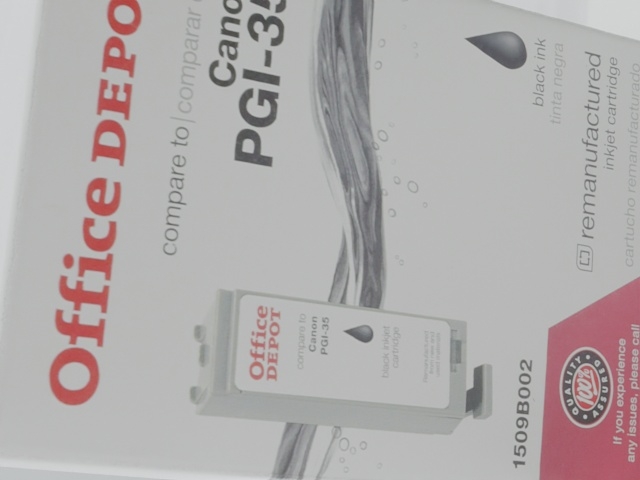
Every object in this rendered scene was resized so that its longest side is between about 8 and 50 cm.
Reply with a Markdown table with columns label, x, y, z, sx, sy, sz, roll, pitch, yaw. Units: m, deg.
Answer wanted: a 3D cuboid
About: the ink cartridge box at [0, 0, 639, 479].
| label | x | y | z | sx | sy | sz | roll | pitch | yaw |
| --- | --- | --- | --- | --- | --- | --- | --- | --- | --- |
| ink cartridge box | 0.000 | 0.000 | 0.484 | 0.283 | 0.207 | 0.117 | 9 | 170 | -24 |
